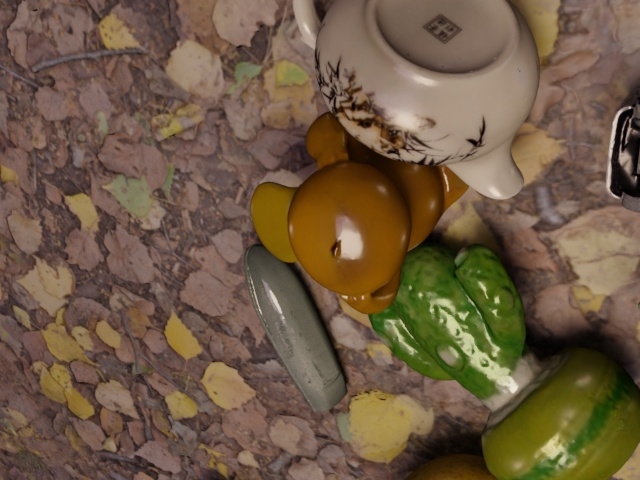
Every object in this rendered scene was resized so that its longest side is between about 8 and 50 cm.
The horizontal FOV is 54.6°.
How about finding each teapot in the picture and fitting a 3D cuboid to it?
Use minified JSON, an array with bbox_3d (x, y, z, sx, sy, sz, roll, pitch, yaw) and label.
[{"bbox_3d":[0.088,-0.176,0.604,0.300,0.208,0.166,42,169,24],"label":"teapot"}]

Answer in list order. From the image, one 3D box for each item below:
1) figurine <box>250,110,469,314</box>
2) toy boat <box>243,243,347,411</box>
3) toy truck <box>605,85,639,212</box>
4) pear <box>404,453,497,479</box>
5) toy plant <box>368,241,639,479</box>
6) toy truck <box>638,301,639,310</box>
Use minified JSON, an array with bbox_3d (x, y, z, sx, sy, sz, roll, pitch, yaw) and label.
[{"bbox_3d":[0.045,-0.039,0.654,0.215,0.228,0.215,31,135,37],"label":"figurine"},{"bbox_3d":[-0.043,0.121,0.872,0.085,0.078,0.260,-3,117,52],"label":"toy boat"},{"bbox_3d":[0.387,-0.079,0.532,0.253,0.124,0.114,7,116,25],"label":"toy truck"},{"bbox_3d":[0.192,0.440,0.777,0.314,0.314,0.314,11,118,21],"label":"pear"},{"bbox_3d":[0.193,0.132,0.711,0.316,0.184,0.224,43,143,14],"label":"toy plant"},{"bbox_3d":[0.429,0.124,0.553,0.279,0.156,0.155,51,147,5],"label":"toy truck"}]
